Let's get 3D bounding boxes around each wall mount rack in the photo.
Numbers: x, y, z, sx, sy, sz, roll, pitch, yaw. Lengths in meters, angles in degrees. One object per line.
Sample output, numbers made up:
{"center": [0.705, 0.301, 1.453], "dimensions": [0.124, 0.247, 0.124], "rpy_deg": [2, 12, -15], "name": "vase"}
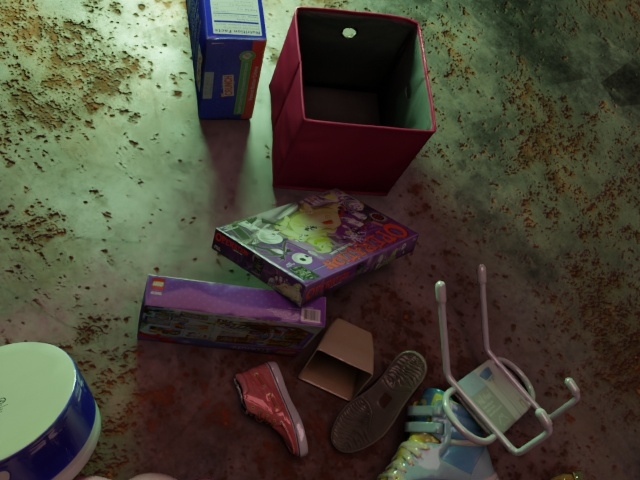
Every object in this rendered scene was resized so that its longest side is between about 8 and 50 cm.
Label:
{"center": [0.307, 0.208, 1.451], "dimensions": [0.304, 0.130, 0.350], "rpy_deg": [50, 27, 15], "name": "wall mount rack"}

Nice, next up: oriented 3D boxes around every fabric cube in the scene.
{"center": [0.049, -0.263, 1.605], "dimensions": [0.254, 0.258, 0.259], "rpy_deg": [2, 66, -15], "name": "fabric cube"}

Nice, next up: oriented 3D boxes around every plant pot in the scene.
{"center": [0.038, 0.206, 1.478], "dimensions": [0.109, 0.109, 0.096], "rpy_deg": [26, 48, -4], "name": "plant pot"}

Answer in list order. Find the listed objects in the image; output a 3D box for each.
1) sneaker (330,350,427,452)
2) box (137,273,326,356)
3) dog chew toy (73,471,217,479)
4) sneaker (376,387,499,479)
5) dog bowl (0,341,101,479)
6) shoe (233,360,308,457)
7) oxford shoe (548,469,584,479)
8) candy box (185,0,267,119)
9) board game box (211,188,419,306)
{"center": [0.115, 0.294, 1.477], "dimensions": [0.222, 0.118, 0.083], "rpy_deg": [-45, 73, 1], "name": "sneaker"}
{"center": [-0.156, 0.132, 1.394], "dimensions": [0.293, 0.201, 0.057], "rpy_deg": [9, 65, -13], "name": "box"}
{"center": [-0.269, 0.443, 1.228], "dimensions": [0.331, 0.206, 0.207], "rpy_deg": [-4, 67, -27], "name": "dog chew toy"}
{"center": [0.150, 0.368, 1.405], "dimensions": [0.319, 0.127, 0.208], "rpy_deg": [-7, 82, -29], "name": "sneaker"}
{"center": [-0.467, 0.275, 1.211], "dimensions": [0.264, 0.104, 0.265], "rpy_deg": [-9, 34, 6], "name": "dog bowl"}
{"center": [-0.088, 0.299, 1.420], "dimensions": [0.081, 0.063, 0.178], "rpy_deg": [-15, 66, -21], "name": "shoe"}
{"center": [0.461, 0.529, 1.484], "dimensions": [0.076, 0.076, 0.212], "rpy_deg": [-13, 70, 10], "name": "oxford shoe"}
{"center": [-0.191, -0.439, 1.607], "dimensions": [0.122, 0.268, 0.317], "rpy_deg": [-2, 68, -13], "name": "candy box"}
{"center": [0.000, 0.000, 1.468], "dimensions": [0.208, 0.056, 0.347], "rpy_deg": [34, 33, 25], "name": "board game box"}
